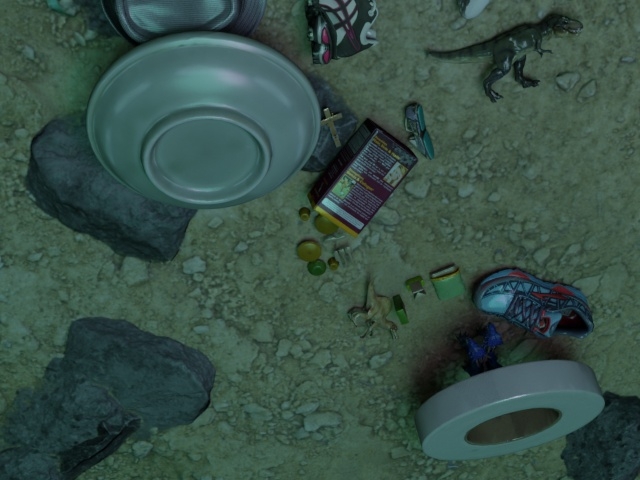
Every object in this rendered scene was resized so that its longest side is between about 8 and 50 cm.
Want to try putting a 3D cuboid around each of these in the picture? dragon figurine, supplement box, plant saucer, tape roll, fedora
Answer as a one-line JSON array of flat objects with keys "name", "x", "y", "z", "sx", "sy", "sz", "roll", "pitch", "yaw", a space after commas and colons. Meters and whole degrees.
[{"name": "dragon figurine", "x": 0.345, "y": 0.274, "z": 1.898, "sx": 0.085, "sy": 0.144, "sz": 0.289, "roll": -14, "pitch": 120, "yaw": 3}, {"name": "supplement box", "x": 0.075, "y": -0.114, "z": 1.668, "sx": 0.104, "sy": 0.081, "sz": 0.188, "roll": 34, "pitch": 103, "yaw": -21}, {"name": "plant saucer", "x": -0.194, "y": -0.166, "z": 1.543, "sx": 0.400, "sy": 0.100, "sz": 0.400, "roll": -4, "pitch": 140, "yaw": -4}, {"name": "tape roll", "x": 0.389, "y": 0.360, "z": 1.895, "sx": 0.392, "sy": 0.072, "sz": 0.392, "roll": -9, "pitch": 151, "yaw": -5}, {"name": "fedora", "x": -0.220, "y": -0.391, "z": 1.467, "sx": 0.275, "sy": 0.124, "sz": 0.244, "roll": 1, "pitch": 120, "yaw": -6}]

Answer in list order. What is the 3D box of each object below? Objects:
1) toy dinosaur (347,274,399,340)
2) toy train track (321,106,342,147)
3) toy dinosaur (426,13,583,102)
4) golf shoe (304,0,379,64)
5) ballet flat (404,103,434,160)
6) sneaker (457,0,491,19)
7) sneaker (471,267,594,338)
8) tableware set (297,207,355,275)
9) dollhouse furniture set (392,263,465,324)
[{"name": "toy dinosaur", "x": 0.103, "y": 0.141, "z": 1.861, "sx": 0.092, "sy": 0.053, "sz": 0.183, "roll": -30, "pitch": 127, "yaw": -6}, {"name": "toy train track", "x": 0.020, "y": -0.208, "z": 1.663, "sx": 0.048, "sy": 0.014, "sz": 0.083, "roll": -22, "pitch": 126, "yaw": -1}, {"name": "toy dinosaur", "x": 0.328, "y": -0.315, "z": 1.608, "sx": 0.268, "sy": 0.064, "sz": 0.118, "roll": -15, "pitch": 114, "yaw": 5}, {"name": "golf shoe", "x": 0.031, "y": -0.401, "z": 1.464, "sx": 0.120, "sy": 0.105, "sz": 0.273, "roll": -8, "pitch": 151, "yaw": 0}, {"name": "ballet flat", "x": 0.179, "y": -0.198, "z": 1.675, "sx": 0.041, "sy": 0.041, "sz": 0.114, "roll": -18, "pitch": 120, "yaw": 4}, {"name": "sneaker", "x": 0.308, "y": -0.467, "z": 1.505, "sx": 0.095, "sy": 0.090, "sz": 0.235, "roll": 15, "pitch": 119, "yaw": -25}, {"name": "sneaker", "x": 0.437, "y": 0.135, "z": 1.838, "sx": 0.262, "sy": 0.125, "sz": 0.104, "roll": 9, "pitch": 118, "yaw": -11}, {"name": "tableware set", "x": 0.000, "y": 0.000, "z": 1.777, "sx": 0.104, "sy": 0.024, "sz": 0.154, "roll": -18, "pitch": 121, "yaw": 8}, {"name": "dollhouse furniture set", "x": 0.223, "y": 0.111, "z": 1.841, "sx": 0.151, "sy": 0.058, "sz": 0.076, "roll": -21, "pitch": 120, "yaw": 7}]
